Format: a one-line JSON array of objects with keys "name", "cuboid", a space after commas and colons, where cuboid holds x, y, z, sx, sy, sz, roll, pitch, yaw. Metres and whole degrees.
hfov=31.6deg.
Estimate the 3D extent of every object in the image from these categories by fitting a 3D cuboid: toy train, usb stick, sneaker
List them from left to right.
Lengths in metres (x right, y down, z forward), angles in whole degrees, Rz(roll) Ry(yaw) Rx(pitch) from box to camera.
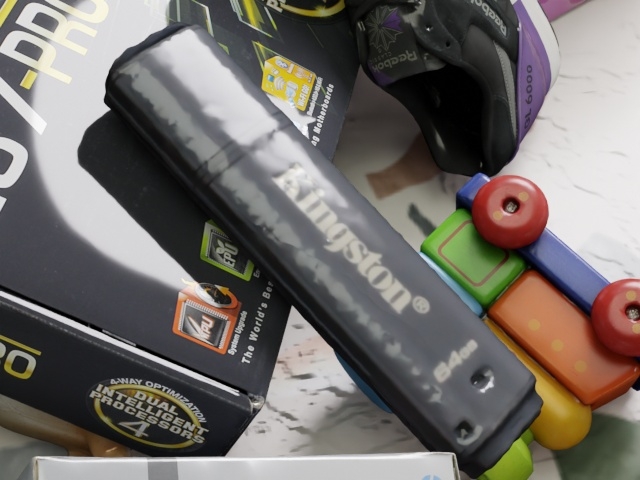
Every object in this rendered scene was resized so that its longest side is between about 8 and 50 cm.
[{"name": "usb stick", "cuboid": [0.000, 0.000, 0.577, 0.278, 0.045, 0.077, 47, 46, 6]}, {"name": "sneaker", "cuboid": [0.058, -0.163, 0.690, 0.107, 0.283, 0.124, -15, 34, 38]}, {"name": "toy train", "cuboid": [0.135, 0.091, 0.627, 0.143, 0.105, 0.248, -43, 72, -9]}]

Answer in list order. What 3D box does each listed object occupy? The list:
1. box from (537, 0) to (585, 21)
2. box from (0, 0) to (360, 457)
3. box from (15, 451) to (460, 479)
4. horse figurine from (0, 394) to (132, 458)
[{"name": "box", "cuboid": [0.175, -0.283, 0.809, 0.243, 0.213, 0.117, -29, 60, -20]}, {"name": "box", "cuboid": [-0.143, -0.101, 0.664, 0.318, 0.097, 0.395, 25, 49, -9]}, {"name": "box", "cuboid": [-0.051, 0.131, 0.522, 0.186, 0.145, 0.038, 3, 66, -24]}, {"name": "horse figurine", "cuboid": [-0.175, 0.101, 0.624, 0.263, 0.066, 0.174, 12, 63, 4]}]
